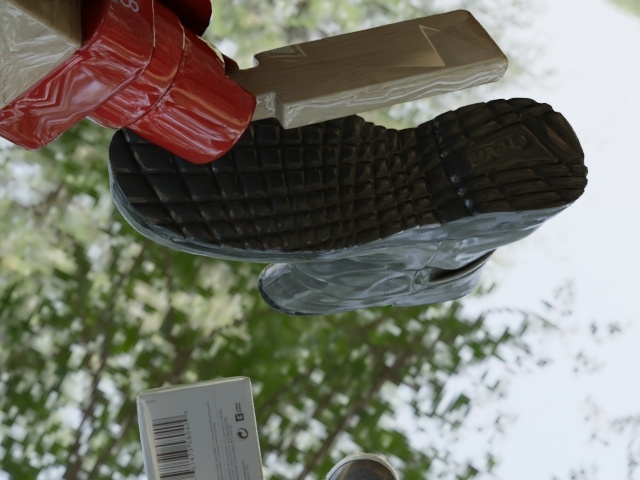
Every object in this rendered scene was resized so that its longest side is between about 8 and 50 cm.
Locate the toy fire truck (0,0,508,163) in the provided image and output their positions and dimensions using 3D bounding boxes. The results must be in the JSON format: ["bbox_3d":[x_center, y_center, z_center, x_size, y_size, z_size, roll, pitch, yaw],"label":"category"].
[{"bbox_3d":[-0.060,-0.129,0.706,0.246,0.158,0.217,31,-141,-40],"label":"toy fire truck"}]

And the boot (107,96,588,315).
[{"bbox_3d":[0.000,0.000,0.815,0.246,0.161,0.083,-2,-115,-24],"label":"boot"}]

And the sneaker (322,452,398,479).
[{"bbox_3d":[0.008,0.208,1.011,0.061,0.158,0.065,23,178,-3],"label":"sneaker"}]

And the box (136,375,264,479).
[{"bbox_3d":[-0.105,0.174,1.430,0.101,0.101,0.087,-8,177,-6],"label":"box"}]
